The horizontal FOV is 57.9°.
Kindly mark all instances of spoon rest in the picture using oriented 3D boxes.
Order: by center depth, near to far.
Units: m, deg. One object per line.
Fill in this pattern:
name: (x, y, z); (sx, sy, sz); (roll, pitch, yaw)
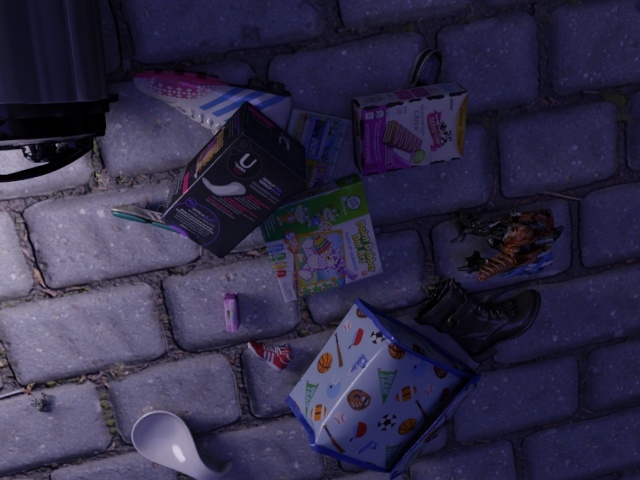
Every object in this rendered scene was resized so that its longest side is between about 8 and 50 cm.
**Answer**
spoon rest: (-0.338, 0.519, 1.432); (0.276, 0.084, 0.137); (39, 97, -17)

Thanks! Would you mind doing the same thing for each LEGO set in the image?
LEGO set: (-0.672, 0.378, 1.372); (0.054, 0.023, 0.083); (-43, 107, 5)

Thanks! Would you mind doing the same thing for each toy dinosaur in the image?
toy dinosaur: (0.424, -0.002, 1.319); (0.322, 0.219, 0.164); (-5, 92, -50)

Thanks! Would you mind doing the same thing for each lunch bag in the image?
lunch bag: (0.177, 0.380, 1.399); (0.386, 0.239, 0.327); (32, 99, -32)

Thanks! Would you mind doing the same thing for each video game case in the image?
video game case: (0.005, -0.174, 1.282); (0.194, 0.023, 0.212); (7, 117, -19)

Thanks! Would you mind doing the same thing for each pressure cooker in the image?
pressure cooker: (-0.569, -0.311, 1.008); (0.370, 0.375, 0.420); (-5, 106, -10)

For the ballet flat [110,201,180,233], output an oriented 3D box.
ballet flat: (-0.375, -0.059, 1.285); (0.168, 0.057, 0.052); (16, 75, -16)

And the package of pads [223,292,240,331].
package of pads: (-0.209, 0.169, 1.367); (0.032, 0.050, 0.083); (-4, 107, -2)

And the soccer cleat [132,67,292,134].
soccer cleat: (-0.223, -0.275, 1.204); (0.332, 0.116, 0.143); (5, 105, -10)

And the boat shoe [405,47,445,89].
boat shoe: (0.220, -0.315, 1.283); (0.078, 0.070, 0.219); (9, 104, -11)

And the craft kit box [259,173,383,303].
craft kit box: (0.000, 0.000, 1.326); (0.247, 0.061, 0.249); (-20, 120, -5)

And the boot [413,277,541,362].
boot: (0.391, 0.167, 1.437); (0.229, 0.091, 0.263); (41, 98, -17)

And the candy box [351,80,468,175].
candy box: (0.189, -0.238, 1.233); (0.234, 0.071, 0.159); (-12, 127, -9)

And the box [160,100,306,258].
box: (-0.177, -0.120, 1.187); (0.165, 0.143, 0.270); (36, 120, -27)

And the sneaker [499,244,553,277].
sneaker: (0.519, 0.065, 1.447); (0.144, 0.053, 0.059); (-25, 110, 0)

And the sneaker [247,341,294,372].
sneaker: (-0.118, 0.268, 1.414); (0.067, 0.042, 0.118); (-44, 115, 9)
